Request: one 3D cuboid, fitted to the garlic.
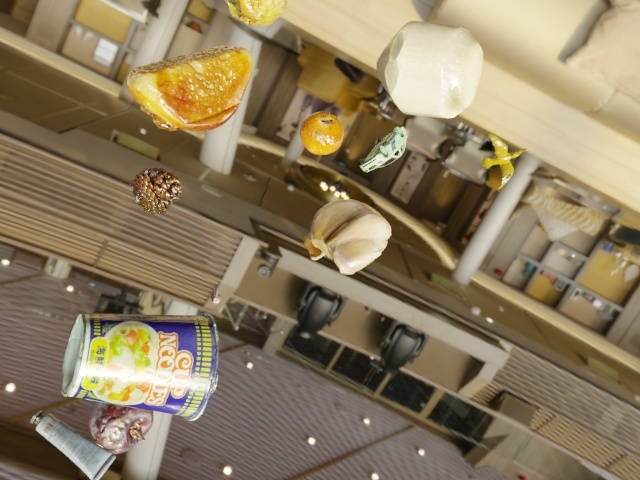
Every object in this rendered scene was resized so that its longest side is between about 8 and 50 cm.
[{"bbox_3d":[0.088,-0.035,1.520,0.228,0.110,0.217,-28,-128,-31],"label":"garlic"}]

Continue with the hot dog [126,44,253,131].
[{"bbox_3d":[-0.389,-0.464,1.775,0.405,0.223,0.185,-29,-148,-31],"label":"hot dog"}]

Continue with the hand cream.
[{"bbox_3d":[-0.702,0.569,1.586,0.256,0.055,0.088,34,-125,5],"label":"hand cream"}]

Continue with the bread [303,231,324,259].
[{"bbox_3d":[0.000,0.000,1.969,0.044,0.126,0.129,42,-157,-55],"label":"bread"}]

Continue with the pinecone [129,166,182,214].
[{"bbox_3d":[-0.539,-0.168,1.876,0.173,0.174,0.173,27,-169,-6],"label":"pinecone"}]

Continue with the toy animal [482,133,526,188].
[{"bbox_3d":[0.710,-0.331,2.189,0.219,0.155,0.095,66,173,-18],"label":"toy animal"}]

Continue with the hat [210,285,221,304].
[{"bbox_3d":[-0.475,0.255,2.602,0.042,0.058,0.087,27,-139,-31],"label":"hat"}]

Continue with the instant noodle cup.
[{"bbox_3d":[-0.444,0.291,1.379,0.312,0.284,0.284,14,-163,-31],"label":"instant noodle cup"}]

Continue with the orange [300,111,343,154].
[{"bbox_3d":[0.002,-0.321,1.715,0.135,0.117,0.136,15,-137,-14],"label":"orange"}]

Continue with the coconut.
[{"bbox_3d":[0.271,-0.439,1.460,0.265,0.237,0.237,21,-173,25],"label":"coconut"}]

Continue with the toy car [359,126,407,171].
[{"bbox_3d":[0.198,-0.268,1.710,0.076,0.090,0.224,51,-137,-13],"label":"toy car"}]

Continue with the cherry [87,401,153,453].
[{"bbox_3d":[-0.604,0.537,1.693,0.195,0.195,0.195,27,-169,-6],"label":"cherry"}]

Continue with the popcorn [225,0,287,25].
[{"bbox_3d":[-0.187,-0.755,1.665,0.190,0.250,0.250,6,-161,-20],"label":"popcorn"}]
